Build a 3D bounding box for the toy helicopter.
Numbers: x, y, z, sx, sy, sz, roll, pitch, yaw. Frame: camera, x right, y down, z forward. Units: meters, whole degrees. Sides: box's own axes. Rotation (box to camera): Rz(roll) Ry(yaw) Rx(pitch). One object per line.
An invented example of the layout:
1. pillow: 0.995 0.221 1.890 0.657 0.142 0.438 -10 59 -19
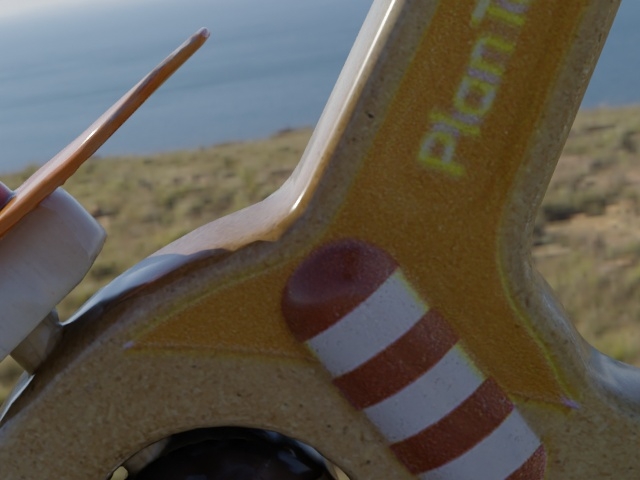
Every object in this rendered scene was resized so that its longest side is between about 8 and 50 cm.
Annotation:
1. toy helicopter: 0.000 0.000 0.360 0.235 0.355 0.140 21 15 -3
